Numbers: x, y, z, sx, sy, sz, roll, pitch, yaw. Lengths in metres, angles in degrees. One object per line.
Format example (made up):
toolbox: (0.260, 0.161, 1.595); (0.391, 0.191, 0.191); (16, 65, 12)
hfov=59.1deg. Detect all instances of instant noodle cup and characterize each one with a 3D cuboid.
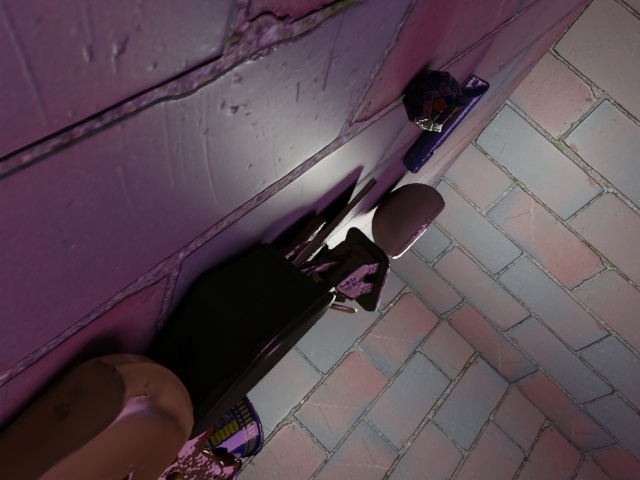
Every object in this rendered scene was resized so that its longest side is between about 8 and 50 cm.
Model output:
instant noodle cup: (-0.351, 0.518, 1.446); (0.312, 0.284, 0.284); (-28, 161, -42)

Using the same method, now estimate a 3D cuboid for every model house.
model house: (0.018, 0.108, 1.599); (0.278, 0.205, 0.218); (-13, 130, -31)

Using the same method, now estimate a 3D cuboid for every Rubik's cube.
Rubik's cube: (0.204, -0.251, 1.018); (0.093, 0.111, 0.111); (-18, -170, 35)

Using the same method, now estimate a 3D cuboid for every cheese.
cheese: (-0.295, 0.287, 0.800); (0.259, 0.128, 0.316); (-35, 155, -7)

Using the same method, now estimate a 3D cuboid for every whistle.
whistle: (0.331, -0.308, 1.511); (0.304, 0.062, 0.062); (-52, 170, 34)

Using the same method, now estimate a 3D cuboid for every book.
book: (0.000, 0.000, 1.332); (0.322, 0.018, 0.228); (-48, 179, -23)

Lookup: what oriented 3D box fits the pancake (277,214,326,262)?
pancake: (-0.076, 0.035, 1.182); (0.236, 0.042, 0.222); (-47, 176, -3)

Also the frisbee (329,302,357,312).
frisbee: (-0.009, 0.184, 1.661); (0.236, 0.236, 0.017); (64, 38, -81)

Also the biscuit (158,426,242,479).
biscuit: (-0.335, 0.498, 1.225); (0.283, 0.064, 0.432); (-38, 135, -22)

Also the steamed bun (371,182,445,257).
steamed bun: (0.285, -0.085, 1.944); (0.283, 0.177, 0.283); (-46, 175, -5)

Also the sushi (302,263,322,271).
sushi: (-0.138, 0.210, 1.292); (0.373, 0.100, 0.296); (-37, 174, 13)

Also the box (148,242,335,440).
box: (-0.152, 0.168, 0.994); (0.329, 0.178, 0.253); (-49, 170, 31)
